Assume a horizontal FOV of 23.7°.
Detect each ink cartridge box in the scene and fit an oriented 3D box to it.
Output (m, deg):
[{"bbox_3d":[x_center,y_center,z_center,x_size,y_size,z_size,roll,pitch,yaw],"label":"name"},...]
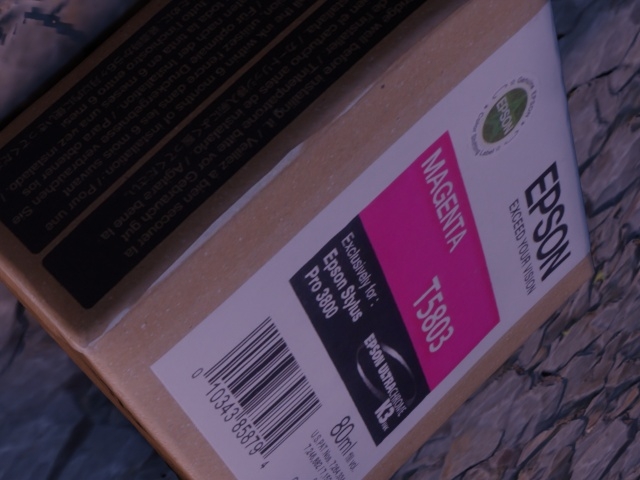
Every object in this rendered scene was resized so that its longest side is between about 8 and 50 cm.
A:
[{"bbox_3d":[0.000,0.000,0.560,0.193,0.088,0.235,-43,149,-10],"label":"ink cartridge box"}]
